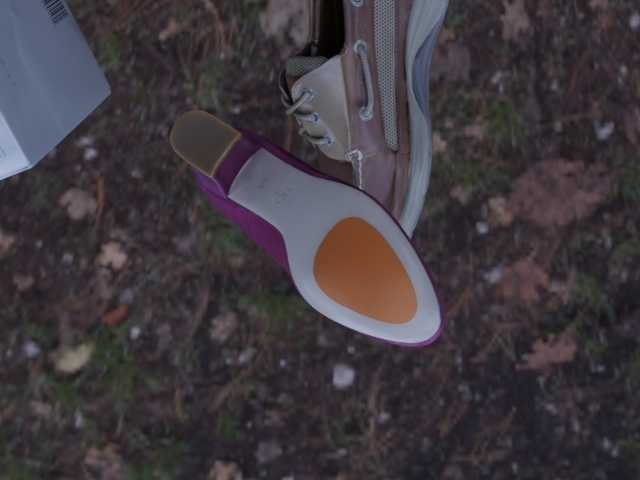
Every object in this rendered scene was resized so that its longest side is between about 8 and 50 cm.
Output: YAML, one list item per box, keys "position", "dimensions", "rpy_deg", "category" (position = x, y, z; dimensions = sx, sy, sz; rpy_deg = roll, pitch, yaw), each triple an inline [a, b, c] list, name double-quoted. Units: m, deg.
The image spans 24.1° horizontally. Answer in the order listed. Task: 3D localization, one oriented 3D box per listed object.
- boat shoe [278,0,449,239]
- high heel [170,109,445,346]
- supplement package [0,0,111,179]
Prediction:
- position: [0.021, -0.119, 1.192]
  dimensions: [0.116, 0.123, 0.324]
  rpy_deg: [5, 93, -22]
  category: "boat shoe"
- position: [0.000, 0.000, 1.034]
  dimensions: [0.082, 0.244, 0.117]
  rpy_deg: [-56, 156, -2]
  category: "high heel"
- position: [-0.346, -0.127, 1.172]
  dimensions: [0.263, 0.198, 0.199]
  rpy_deg: [-21, 106, 19]
  category: "supplement package"
